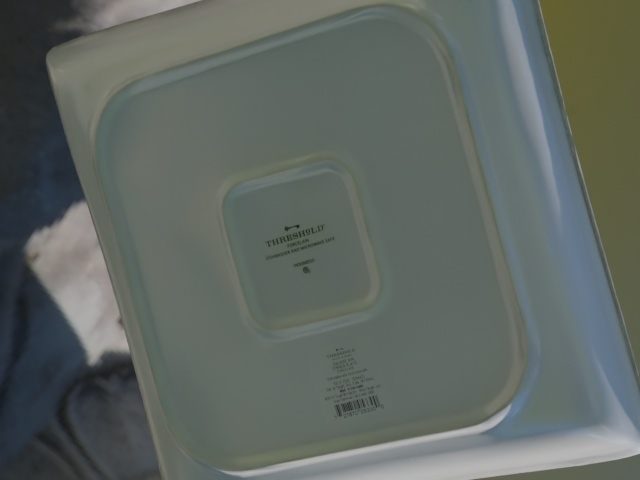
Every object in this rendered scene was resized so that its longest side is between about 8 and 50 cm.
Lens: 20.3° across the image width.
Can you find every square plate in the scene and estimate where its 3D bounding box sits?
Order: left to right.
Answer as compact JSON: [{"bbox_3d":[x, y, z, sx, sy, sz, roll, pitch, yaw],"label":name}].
[{"bbox_3d":[0.000,0.000,1.119,0.049,0.347,0.344,-17,92,-63],"label":"square plate"}]
